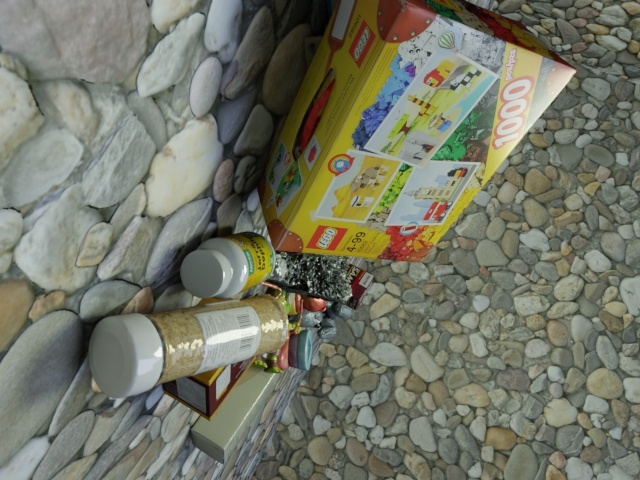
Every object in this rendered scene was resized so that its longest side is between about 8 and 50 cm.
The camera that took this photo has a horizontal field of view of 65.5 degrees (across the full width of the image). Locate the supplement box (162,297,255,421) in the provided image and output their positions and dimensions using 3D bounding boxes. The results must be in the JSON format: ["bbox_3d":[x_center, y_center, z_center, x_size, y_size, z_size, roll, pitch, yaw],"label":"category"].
[{"bbox_3d":[-0.239,0.250,1.096,0.191,0.129,0.194,-53,164,-41],"label":"supplement box"}]

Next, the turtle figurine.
[{"bbox_3d":[-0.132,0.225,1.298,0.269,0.087,0.217,55,42,-57],"label":"turtle figurine"}]

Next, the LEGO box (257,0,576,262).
[{"bbox_3d":[0.145,-0.199,0.948,0.500,0.373,0.193,-60,-143,38],"label":"LEGO box"}]

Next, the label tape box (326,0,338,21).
[{"bbox_3d":[0.133,-0.582,0.943,0.347,0.115,0.249,-59,167,-9],"label":"label tape box"}]

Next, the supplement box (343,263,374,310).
[{"bbox_3d":[0.054,0.133,1.776,0.130,0.240,0.073,-54,164,-38],"label":"supplement box"}]

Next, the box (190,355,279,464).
[{"bbox_3d":[-0.261,0.517,1.565,0.311,0.121,0.147,-52,164,-40],"label":"box"}]

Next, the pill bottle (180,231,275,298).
[{"bbox_3d":[-0.177,0.048,0.964,0.117,0.118,0.208,-66,167,13],"label":"pill bottle"}]

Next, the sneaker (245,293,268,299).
[{"bbox_3d":[-0.181,0.183,1.344,0.191,0.072,0.082,-43,150,-58],"label":"sneaker"}]

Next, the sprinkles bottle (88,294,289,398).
[{"bbox_3d":[-0.206,0.169,0.863,0.356,0.121,0.121,0,118,-56],"label":"sprinkles bottle"}]

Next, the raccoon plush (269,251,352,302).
[{"bbox_3d":[0.000,0.000,1.366,0.446,0.216,0.298,55,47,-75],"label":"raccoon plush"}]

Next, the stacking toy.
[{"bbox_3d":[-0.061,0.253,1.584,0.279,0.131,0.308,73,20,-66],"label":"stacking toy"}]

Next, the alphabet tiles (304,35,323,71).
[{"bbox_3d":[0.142,-0.360,1.017,0.285,0.343,0.011,87,-1,-67],"label":"alphabet tiles"}]

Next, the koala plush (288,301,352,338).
[{"bbox_3d":[-0.034,0.284,1.970,0.221,0.203,0.196,-8,139,-50],"label":"koala plush"}]
